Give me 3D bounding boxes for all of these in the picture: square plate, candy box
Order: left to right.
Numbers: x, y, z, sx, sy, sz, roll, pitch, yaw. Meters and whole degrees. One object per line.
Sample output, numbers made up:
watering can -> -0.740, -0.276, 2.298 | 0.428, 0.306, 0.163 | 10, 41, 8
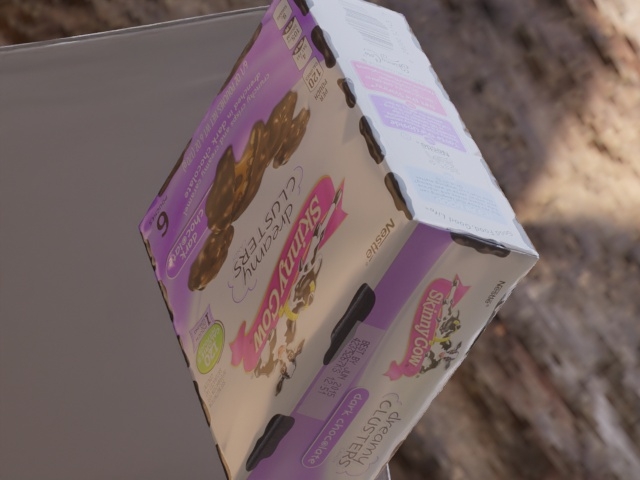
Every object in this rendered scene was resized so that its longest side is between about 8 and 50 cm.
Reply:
square plate -> -0.146, 0.043, 1.247 | 0.049, 0.344, 0.347 | 100, -18, -86
candy box -> 0.000, 0.000, 0.914 | 0.165, 0.070, 0.196 | -57, -145, 26
